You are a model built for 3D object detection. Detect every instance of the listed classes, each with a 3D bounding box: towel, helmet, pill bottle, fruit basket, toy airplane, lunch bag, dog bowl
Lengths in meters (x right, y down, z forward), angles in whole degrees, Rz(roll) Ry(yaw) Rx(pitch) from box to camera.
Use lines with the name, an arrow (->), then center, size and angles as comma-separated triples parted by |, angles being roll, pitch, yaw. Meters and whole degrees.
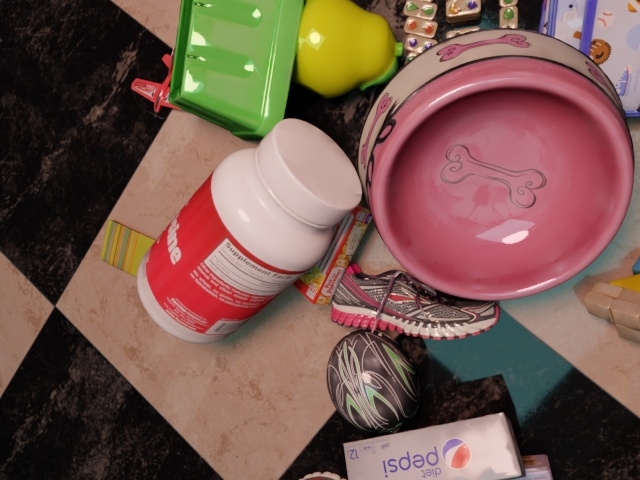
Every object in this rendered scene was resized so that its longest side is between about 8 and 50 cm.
towel -> -0.383, 0.041, 1.134 | 0.237, 0.021, 0.102 | 22, 106, 15
helmet -> 0.089, 0.247, 0.903 | 0.169, 0.161, 0.170 | -21, 48, 25
pill bottle -> -0.127, -0.007, 0.881 | 0.407, 0.229, 0.229 | -41, 80, 33
fruit basket -> -0.058, -0.357, 0.914 | 0.391, 0.283, 0.393 | -5, 102, -23
toy airplane -> -0.329, -0.333, 1.087 | 0.151, 0.028, 0.151 | 1, 94, 17
lunch bag -> 0.436, -0.319, 0.738 | 0.242, 0.115, 0.304 | 4, 119, 16
dog bowl -> 0.250, -0.087, 0.754 | 0.407, 0.150, 0.408 | 4, 119, 8

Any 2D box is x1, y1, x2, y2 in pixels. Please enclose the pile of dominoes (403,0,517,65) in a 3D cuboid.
pile of dominoes -> 0.239, -0.347, 0.886 | 0.195, 0.040, 0.252 | -1, 92, 19

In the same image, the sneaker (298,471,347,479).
sneaker -> 0.033, 0.515, 0.951 | 0.278, 0.118, 0.108 | -7, 92, 36

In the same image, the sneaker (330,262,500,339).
sneaker -> 0.158, 0.107, 0.899 | 0.298, 0.121, 0.112 | 4, 91, 20

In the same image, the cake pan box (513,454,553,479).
cake pan box -> 0.295, 0.521, 0.904 | 0.266, 0.070, 0.246 | -16, 86, 19

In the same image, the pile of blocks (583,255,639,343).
pile of blocks -> 0.598, 0.065, 0.768 | 0.361, 0.149, 0.113 | -16, 131, 28

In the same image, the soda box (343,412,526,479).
soda box -> 0.189, 0.374, 0.872 | 0.286, 0.091, 0.098 | -19, 59, 18

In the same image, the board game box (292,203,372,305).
board game box -> 0.000, 0.000, 0.953 | 0.146, 0.045, 0.194 | 36, 105, 44
